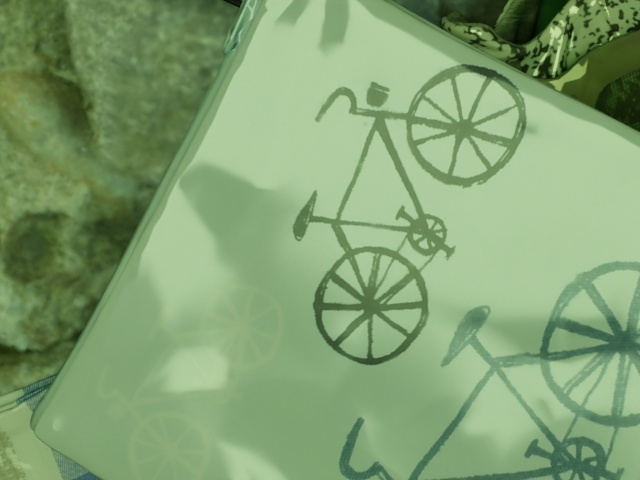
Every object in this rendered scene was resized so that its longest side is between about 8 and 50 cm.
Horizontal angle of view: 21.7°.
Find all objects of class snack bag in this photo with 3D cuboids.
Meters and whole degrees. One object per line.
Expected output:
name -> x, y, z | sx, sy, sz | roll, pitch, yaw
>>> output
snack bag -> 0.047, 0.056, 0.900 | 0.342, 0.037, 0.323 | 28, 100, 1

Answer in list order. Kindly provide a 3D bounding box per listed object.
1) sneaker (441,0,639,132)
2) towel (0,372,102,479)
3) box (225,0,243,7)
sneaker -> 0.119, -0.059, 0.962 | 0.182, 0.158, 0.410 | 26, 86, -28
towel -> -0.229, 0.220, 1.089 | 0.285, 0.034, 0.209 | -23, 89, 5
box -> -0.034, -0.306, 1.038 | 0.242, 0.076, 0.307 | 27, 93, 4
